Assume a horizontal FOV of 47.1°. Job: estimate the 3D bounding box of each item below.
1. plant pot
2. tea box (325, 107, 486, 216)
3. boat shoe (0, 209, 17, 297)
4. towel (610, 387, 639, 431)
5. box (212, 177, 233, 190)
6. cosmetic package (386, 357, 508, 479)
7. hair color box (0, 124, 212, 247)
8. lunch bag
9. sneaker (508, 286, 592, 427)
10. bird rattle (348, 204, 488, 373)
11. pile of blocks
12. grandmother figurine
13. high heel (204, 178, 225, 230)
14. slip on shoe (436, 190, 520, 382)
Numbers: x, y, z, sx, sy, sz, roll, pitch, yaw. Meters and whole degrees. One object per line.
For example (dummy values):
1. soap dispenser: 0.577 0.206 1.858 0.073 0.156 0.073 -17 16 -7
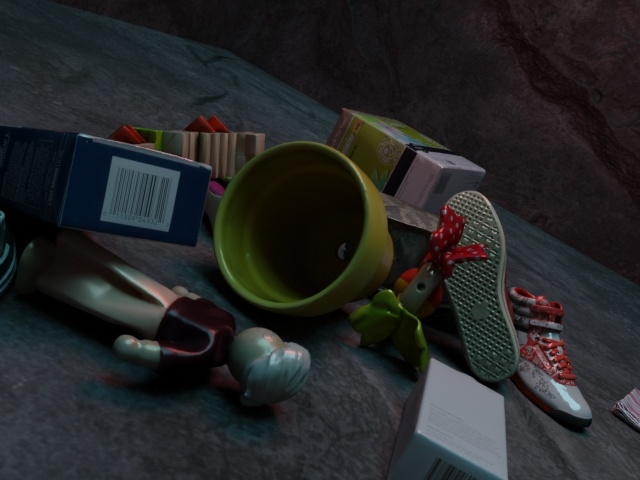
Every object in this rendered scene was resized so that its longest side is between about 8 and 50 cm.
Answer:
1. plant pot: 0.000 0.000 1.149 0.254 0.254 0.239 35 4 26
2. tea box: 0.208 -0.173 1.954 0.324 0.219 0.329 34 19 24
3. boat shoe: -0.370 0.010 0.757 0.121 0.119 0.335 18 19 -24
4. towel: 0.646 0.343 1.405 0.144 0.029 0.197 37 20 28
5. box: -0.165 -0.080 1.426 0.059 0.054 0.169 5 27 -49
6. cosmetic package: 0.161 0.243 0.908 0.117 0.085 0.231 29 15 7
7. hair color box: -0.308 -0.077 0.933 0.174 0.105 0.347 12 1 -42
8. lunch bag: 0.205 0.034 1.431 0.287 0.168 0.235 20 15 -7
9. sneaker: 0.396 0.191 1.288 0.090 0.145 0.270 14 21 -35
10. bird rattle: 0.153 0.070 1.164 0.143 0.253 0.207 28 -7 5
11. pile of blocks: -0.254 -0.175 1.336 0.362 0.112 0.149 -5 16 -38
12. grandmother figurine: -0.173 0.092 0.846 0.343 0.104 0.208 24 26 3
13. high heel: -0.159 -0.049 1.313 0.244 0.082 0.117 25 18 34
14. slip on shoe: 0.274 0.078 1.271 0.123 0.331 0.101 -13 -10 15
